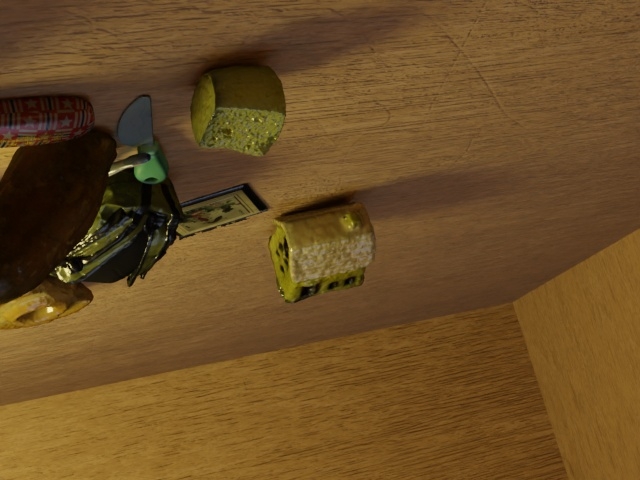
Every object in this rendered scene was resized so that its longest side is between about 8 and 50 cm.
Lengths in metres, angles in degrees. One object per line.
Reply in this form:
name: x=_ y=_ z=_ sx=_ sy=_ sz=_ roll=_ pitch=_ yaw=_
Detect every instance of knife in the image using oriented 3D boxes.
knife: x=-0.272 y=-0.153 z=1.544 sx=0.063 sy=0.034 sz=0.260 roll=-2 pitch=158 yaw=-3

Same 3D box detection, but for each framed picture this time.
framed picture: x=-0.210 y=-0.054 z=1.989 sx=0.199 sy=0.010 sz=0.195 roll=-17 pitch=165 yaw=5

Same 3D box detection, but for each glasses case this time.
glasses case: x=-0.396 y=-0.154 z=1.360 sx=0.195 sy=0.049 sz=0.073 roll=-9 pitch=164 yaw=-24

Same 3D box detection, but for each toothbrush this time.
toothbrush: x=-0.365 y=-0.094 z=1.619 sx=0.269 sy=0.021 sz=0.027 roll=-18 pitch=165 yaw=35

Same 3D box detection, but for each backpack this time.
backpack: x=-0.350 y=-0.016 z=1.735 sx=0.253 sy=0.140 sz=0.207 roll=-37 pitch=154 yaw=30

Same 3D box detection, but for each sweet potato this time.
sweet potato: x=-0.410 y=-0.023 z=1.440 sx=0.158 sy=0.369 sz=0.158 roll=16 pitch=145 yaw=11

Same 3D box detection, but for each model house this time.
model house: x=0.000 y=0.000 z=2.145 sx=0.193 sy=0.174 sz=0.234 roll=-11 pitch=155 yaw=-11

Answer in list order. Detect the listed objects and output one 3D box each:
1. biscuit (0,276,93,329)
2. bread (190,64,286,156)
biscuit: x=-0.610 y=0.126 z=2.098 sx=0.213 sy=0.091 sz=0.274 roll=-24 pitch=165 yaw=23
bread: x=-0.113 y=-0.185 z=1.413 sx=0.114 sy=0.111 sz=0.129 roll=-2 pitch=143 yaw=-28
